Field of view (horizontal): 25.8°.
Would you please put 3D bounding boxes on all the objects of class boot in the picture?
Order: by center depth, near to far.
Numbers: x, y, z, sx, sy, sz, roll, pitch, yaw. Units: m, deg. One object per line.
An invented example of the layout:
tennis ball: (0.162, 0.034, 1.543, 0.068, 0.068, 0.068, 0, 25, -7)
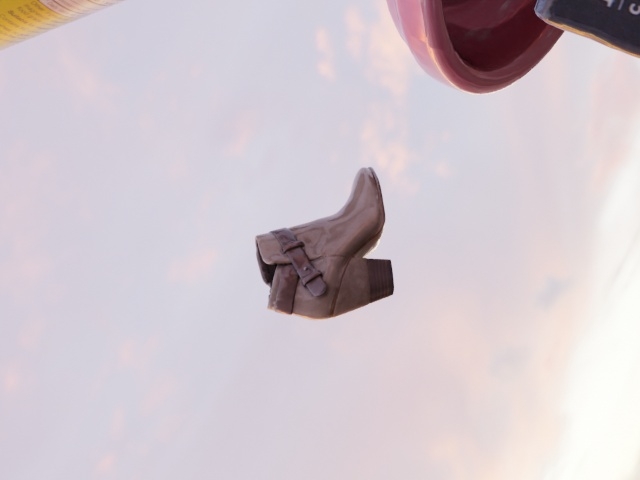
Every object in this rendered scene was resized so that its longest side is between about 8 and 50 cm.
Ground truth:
boot: (0.000, 0.000, 0.925, 0.042, 0.087, 0.118, 95, 170, -50)

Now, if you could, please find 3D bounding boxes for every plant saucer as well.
plant saucer: (0.131, -0.271, 0.987, 0.332, 0.084, 0.332, -42, -35, -39)

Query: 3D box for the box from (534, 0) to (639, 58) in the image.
box: (0.350, -0.187, 0.712, 0.212, 0.395, 0.293, -42, -27, -72)

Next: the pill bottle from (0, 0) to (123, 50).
pill bottle: (-0.224, -0.264, 1.105, 0.188, 0.334, 0.188, 49, -148, -45)
